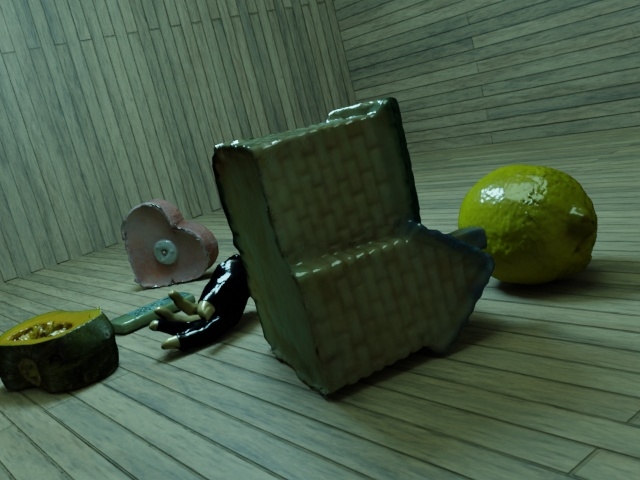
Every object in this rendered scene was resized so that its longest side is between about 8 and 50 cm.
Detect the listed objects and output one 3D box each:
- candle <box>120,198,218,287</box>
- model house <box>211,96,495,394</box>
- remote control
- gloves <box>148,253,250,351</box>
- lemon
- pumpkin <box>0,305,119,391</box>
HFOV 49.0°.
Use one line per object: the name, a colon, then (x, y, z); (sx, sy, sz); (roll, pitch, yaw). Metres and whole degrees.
candle: (-0.499, 0.032, 2.297); (0.317, 0.287, 0.131); (32, 19, 6)
model house: (0.064, -0.019, 1.302); (0.400, 0.445, 0.395); (-20, 10, -16)
remote control: (-0.459, 0.195, 1.918); (0.234, 0.038, 0.098); (-22, 15, -38)
gloves: (-0.259, 0.149, 1.620); (0.301, 0.152, 0.197); (-31, -2, -36)
lemon: (0.418, -0.032, 1.419); (0.245, 0.245, 0.320); (-20, 13, -27)
pumpkin: (-0.595, 0.245, 1.614); (0.317, 0.139, 0.222); (-10, 15, 34)
